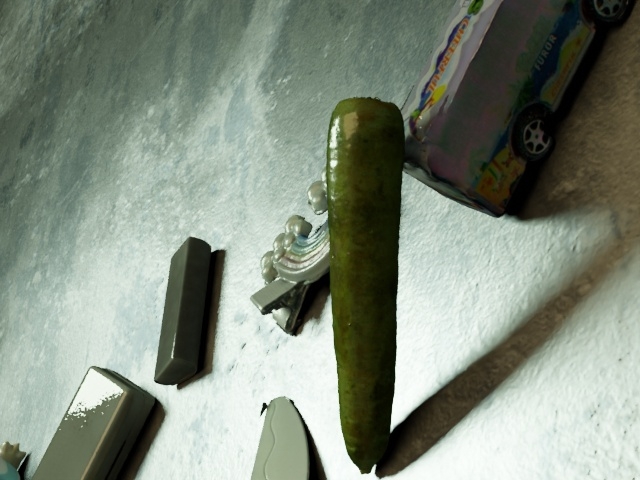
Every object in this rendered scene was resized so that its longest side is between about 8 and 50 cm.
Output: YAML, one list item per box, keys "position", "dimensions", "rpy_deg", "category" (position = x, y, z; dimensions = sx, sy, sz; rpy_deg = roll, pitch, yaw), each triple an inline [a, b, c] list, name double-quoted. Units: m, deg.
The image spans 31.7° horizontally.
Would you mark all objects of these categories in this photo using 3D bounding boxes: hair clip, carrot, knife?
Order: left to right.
- position: [-0.056, 0.269, 1.099]
  dimensions: [0.081, 0.043, 0.336]
  rpy_deg: [-11, 37, 22]
  category: "knife"
- position: [0.000, 0.000, 1.279]
  dimensions: [0.220, 0.054, 0.140]
  rpy_deg: [-56, 26, 2]
  category: "hair clip"
- position: [0.040, 0.046, 1.045]
  dimensions: [0.074, 0.074, 0.358]
  rpy_deg: [15, 107, 57]
  category: "carrot"

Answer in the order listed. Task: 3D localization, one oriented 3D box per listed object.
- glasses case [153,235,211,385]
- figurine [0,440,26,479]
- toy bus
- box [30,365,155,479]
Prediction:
- position: [-0.177, 0.089, 1.452]
  dimensions: [0.072, 0.042, 0.190]
  rpy_deg: [-37, 40, 44]
  category: "glasses case"
- position: [-0.572, 0.464, 1.502]
  dimensions: [0.377, 0.266, 0.361]
  rpy_deg: [-46, 20, 6]
  category: "figurine"
- position: [0.184, -0.189, 1.079]
  dimensions: [0.112, 0.138, 0.317]
  rpy_deg: [24, 88, 56]
  category: "toy bus"
- position: [-0.308, 0.288, 1.450]
  dimensions: [0.103, 0.055, 0.243]
  rpy_deg: [24, 86, 39]
  category: "box"
